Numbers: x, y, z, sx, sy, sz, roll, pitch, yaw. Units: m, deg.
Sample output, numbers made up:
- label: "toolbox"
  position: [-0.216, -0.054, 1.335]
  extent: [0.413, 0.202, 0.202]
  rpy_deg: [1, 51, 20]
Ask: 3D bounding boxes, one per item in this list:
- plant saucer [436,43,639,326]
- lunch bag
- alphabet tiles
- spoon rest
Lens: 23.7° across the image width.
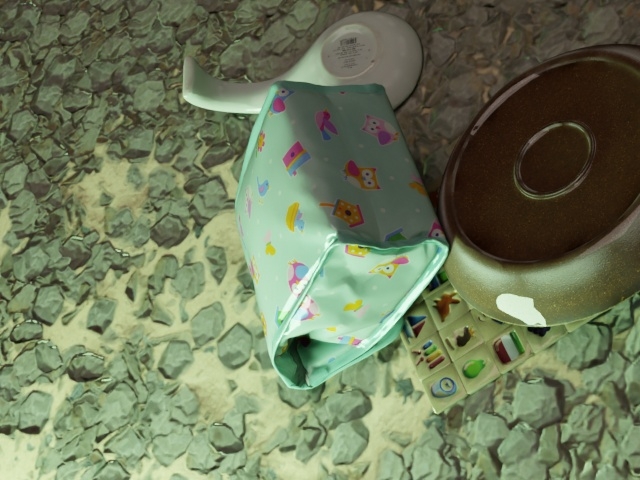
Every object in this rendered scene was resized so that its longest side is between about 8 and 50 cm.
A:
- label: "plant saucer"
  position: [0.232, -0.067, 1.452]
  extent: [0.310, 0.050, 0.311]
  rpy_deg: [-22, 48, 27]
- label: "lunch bag"
  position: [0.000, 0.000, 1.581]
  extent: [0.262, 0.160, 0.223]
  rpy_deg: [-62, 38, 45]
- label: "alphabet tiles"
  position: [0.156, 0.031, 1.572]
  extent: [0.198, 0.009, 0.237]
  rpy_deg: [-34, 55, 16]
- label: "spoon rest"
  position: [-0.016, -0.191, 1.749]
  extent: [0.276, 0.084, 0.137]
  rpy_deg: [-5, 68, 16]
